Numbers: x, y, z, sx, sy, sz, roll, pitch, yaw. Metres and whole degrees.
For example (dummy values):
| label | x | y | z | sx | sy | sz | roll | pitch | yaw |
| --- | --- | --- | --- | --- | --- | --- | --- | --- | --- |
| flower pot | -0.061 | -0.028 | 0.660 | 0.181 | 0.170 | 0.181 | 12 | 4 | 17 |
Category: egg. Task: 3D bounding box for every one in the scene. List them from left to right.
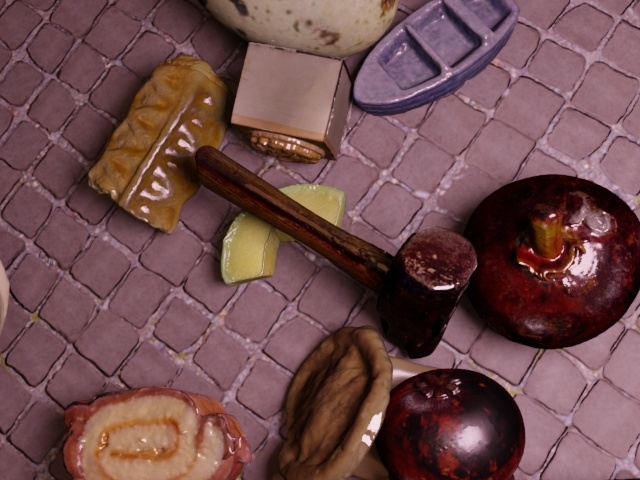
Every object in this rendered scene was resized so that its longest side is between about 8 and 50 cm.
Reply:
| label | x | y | z | sx | sy | sz | roll | pitch | yaw |
| --- | --- | --- | --- | --- | --- | --- | --- | --- | --- |
| egg | -0.048 | -0.428 | 0.992 | 0.379 | 0.287 | 0.287 | 33 | 83 | 4 |

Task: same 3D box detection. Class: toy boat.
| label | x | y | z | sx | sy | sz | roll | pitch | yaw |
| --- | --- | --- | --- | --- | --- | --- | --- | --- | --- |
| toy boat | 0.170 | -0.289 | 1.035 | 0.283 | 0.078 | 0.127 | -36 | 76 | -1 |

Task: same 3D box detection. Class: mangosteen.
| label | x | y | z | sx | sy | sz | roll | pitch | yaw |
| --- | --- | --- | --- | --- | --- | --- | --- | --- | --- |
| mangosteen | 0.159 | 0.255 | 0.819 | 0.200 | 0.200 | 0.199 | -2 | 77 | 7 |
| mangosteen | 0.291 | 0.018 | 0.849 | 0.236 | 0.261 | 0.235 | -5 | 74 | 19 |

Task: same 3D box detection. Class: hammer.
| label | x | y | z | sx | sy | sz | roll | pitch | yaw |
| --- | --- | --- | --- | --- | --- | --- | --- | --- | --- |
| hammer | 0.000 | 0.000 | 0.893 | 0.409 | 0.242 | 0.095 | 30 | 68 | 11 |

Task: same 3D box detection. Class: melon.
| label | x | y | z | sx | sy | sz | roll | pitch | yaw |
| --- | --- | --- | --- | --- | --- | --- | --- | --- | --- |
| melon | -0.055 | -0.013 | 1.010 | 0.210 | 0.064 | 0.118 | -19 | 74 | 0 |

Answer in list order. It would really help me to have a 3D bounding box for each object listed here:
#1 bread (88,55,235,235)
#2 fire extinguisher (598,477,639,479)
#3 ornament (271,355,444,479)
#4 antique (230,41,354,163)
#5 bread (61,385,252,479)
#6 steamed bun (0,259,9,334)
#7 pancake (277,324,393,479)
| label | x | y | z | sx | sy | sz | roll | pitch | yaw |
| --- | --- | --- | --- | --- | --- | --- | --- | --- | --- |
| bread | -0.235 | -0.157 | 1.035 | 0.152 | 0.130 | 0.267 | 31 | 80 | -23 |
| fire extinguisher | 0.311 | 0.343 | 0.796 | 0.311 | 0.095 | 0.114 | 6 | 96 | -20 |
| ornament | 0.066 | 0.272 | 0.925 | 0.245 | 0.061 | 0.230 | 9 | 80 | 7 |
| antique | -0.037 | -0.196 | 1.002 | 0.152 | 0.147 | 0.147 | 13 | 87 | 11 |
| bread | -0.214 | 0.296 | 0.926 | 0.244 | 0.123 | 0.190 | -10 | 77 | 6 |
| steamed bun | -0.625 | 0.124 | 0.965 | 0.347 | 0.237 | 0.394 | -21 | 43 | -20 |
| pancake | 0.012 | 0.213 | 0.877 | 0.042 | 0.222 | 0.236 | 35 | 52 | -20 |
